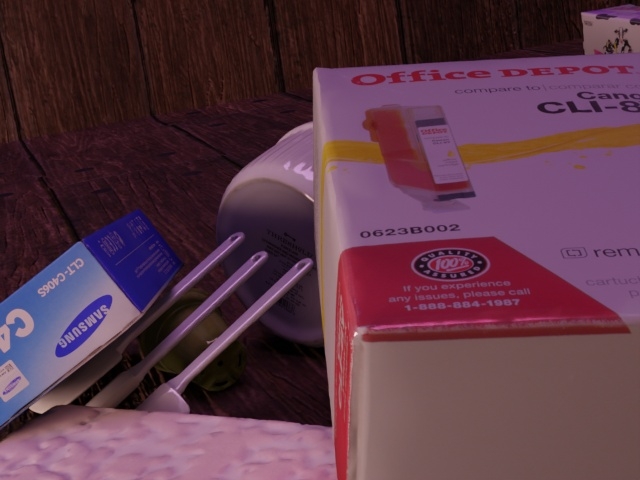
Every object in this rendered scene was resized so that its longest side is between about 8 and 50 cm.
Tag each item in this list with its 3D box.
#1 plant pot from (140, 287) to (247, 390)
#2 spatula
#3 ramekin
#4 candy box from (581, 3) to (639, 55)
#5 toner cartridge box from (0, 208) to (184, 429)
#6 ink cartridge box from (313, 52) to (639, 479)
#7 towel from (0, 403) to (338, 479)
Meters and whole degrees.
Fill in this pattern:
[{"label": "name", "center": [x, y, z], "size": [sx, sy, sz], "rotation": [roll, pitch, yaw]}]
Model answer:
[{"label": "plant pot", "center": [-0.105, 0.095, 1.167], "size": [0.083, 0.083, 0.079], "rotation": [-16, 29, -29]}, {"label": "spatula", "center": [-0.119, 0.085, 1.099], "size": [0.242, 0.019, 0.168], "rotation": [-42, 28, -19]}, {"label": "ramekin", "center": [0.000, 0.000, 1.209], "size": [0.207, 0.207, 0.109], "rotation": [4, 24, 41]}, {"label": "candy box", "center": [0.369, -0.163, 1.496], "size": [0.070, 0.196, 0.165], "rotation": [-11, 16, -14]}, {"label": "toner cartridge box", "center": [-0.214, 0.060, 1.113], "size": [0.165, 0.075, 0.348], "rotation": [-39, 5, 3]}, {"label": "ink cartridge box", "center": [0.139, 0.015, 0.890], "size": [0.279, 0.160, 0.384], "rotation": [-3, 29, -3]}, {"label": "towel", "center": [-0.152, 0.194, 0.824], "size": [0.317, 0.053, 0.332], "rotation": [0, 16, 29]}]
